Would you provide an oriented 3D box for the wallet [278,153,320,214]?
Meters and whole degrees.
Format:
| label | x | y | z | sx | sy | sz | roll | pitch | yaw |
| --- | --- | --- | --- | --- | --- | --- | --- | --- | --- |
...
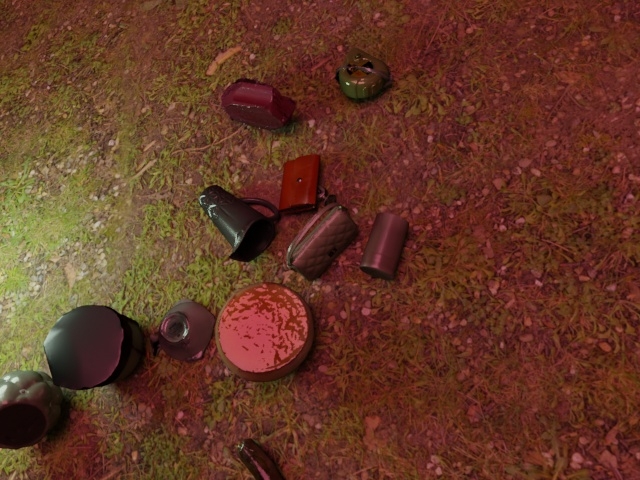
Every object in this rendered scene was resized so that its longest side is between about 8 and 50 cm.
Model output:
| label | x | y | z | sx | sy | sz | roll | pitch | yaw |
| --- | --- | --- | --- | --- | --- | --- | --- | --- | --- |
| wallet | -0.072 | -0.193 | 1.690 | 0.142 | 0.045 | 0.204 | -9 | 60 | 26 |

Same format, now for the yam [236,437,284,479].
| label | x | y | z | sx | sy | sz | roll | pitch | yaw |
| --- | --- | --- | --- | --- | --- | --- | --- | --- | --- |
| yam | -0.123 | 0.688 | 1.376 | 0.317 | 0.071 | 0.067 | 44 | 124 | 26 |

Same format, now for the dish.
| label | x | y | z | sx | sy | sz | roll | pitch | yaw |
| --- | --- | --- | --- | --- | --- | --- | --- | --- | --- |
| dish | -0.471 | 0.297 | 1.631 | 0.246 | 0.078 | 0.224 | -26 | 66 | 7 |

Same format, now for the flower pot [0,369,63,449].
| label | x | y | z | sx | sy | sz | roll | pitch | yaw |
| --- | --- | --- | --- | --- | --- | --- | --- | --- | --- |
| flower pot | -0.969 | 0.540 | 1.610 | 0.246 | 0.246 | 0.195 | -47 | 32 | -4 |

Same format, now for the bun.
| label | x | y | z | sx | sy | sz | roll | pitch | yaw |
| --- | --- | --- | --- | --- | --- | --- | --- | --- | --- |
| bun | -0.166 | 0.274 | 1.495 | 0.299 | 0.165 | 0.299 | 0 | 67 | 0 |

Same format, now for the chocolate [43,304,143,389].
| label | x | y | z | sx | sy | sz | roll | pitch | yaw |
| --- | --- | --- | --- | --- | --- | --- | --- | --- | --- |
| chocolate | -0.719 | 0.360 | 1.627 | 0.284 | 0.186 | 0.283 | -3 | 67 | 7 |

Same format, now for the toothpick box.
| label | x | y | z | sx | sy | sz | roll | pitch | yaw |
| --- | --- | --- | --- | --- | --- | --- | --- | --- | --- |
| toothpick box | 0.194 | 0.019 | 1.506 | 0.111 | 0.111 | 0.180 | 13 | 73 | 22 |

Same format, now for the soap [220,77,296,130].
| label | x | y | z | sx | sy | sz | roll | pitch | yaw |
| --- | --- | --- | --- | --- | --- | --- | --- | --- | --- |
| soap | -0.222 | -0.487 | 1.794 | 0.289 | 0.182 | 0.112 | 18 | 80 | 23 |

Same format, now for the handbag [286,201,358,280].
| label | x | y | z | sx | sy | sz | roll | pitch | yaw |
| --- | --- | --- | --- | --- | --- | --- | --- | --- | --- |
| handbag | 0.000 | 0.000 | 1.515 | 0.256 | 0.219 | 0.079 | -47 | 62 | -2 |

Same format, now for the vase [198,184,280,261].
| label | x | y | z | sx | sy | sz | roll | pitch | yaw |
| --- | --- | --- | --- | --- | --- | --- | --- | --- | --- |
| vase | -0.283 | -0.080 | 1.689 | 0.251 | 0.156 | 0.301 | -32 | 53 | -27 |

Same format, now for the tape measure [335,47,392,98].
| label | x | y | z | sx | sy | sz | roll | pitch | yaw |
| --- | --- | --- | --- | --- | --- | --- | --- | --- | --- |
| tape measure | 0.147 | -0.579 | 1.754 | 0.200 | 0.106 | 0.175 | 37 | 70 | 24 |

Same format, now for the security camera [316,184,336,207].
| label | x | y | z | sx | sy | sz | roll | pitch | yaw |
| --- | --- | --- | --- | --- | --- | --- | --- | --- | --- |
| security camera | 0.006 | -0.150 | 1.668 | 0.092 | 0.058 | 0.058 | 37 | 84 | 34 |
